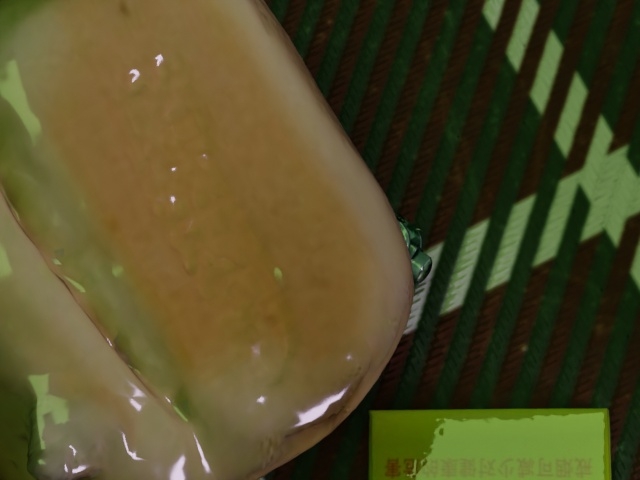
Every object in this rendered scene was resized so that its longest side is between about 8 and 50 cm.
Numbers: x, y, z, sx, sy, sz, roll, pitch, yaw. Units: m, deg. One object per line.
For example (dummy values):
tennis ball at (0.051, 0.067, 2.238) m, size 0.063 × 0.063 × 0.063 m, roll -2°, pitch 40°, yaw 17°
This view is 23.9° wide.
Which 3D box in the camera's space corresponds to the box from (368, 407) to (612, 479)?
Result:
box at (0.127, 0.293, 1.125) m, size 0.187 × 0.047 × 0.335 m, roll -2°, pitch 77°, yaw 11°

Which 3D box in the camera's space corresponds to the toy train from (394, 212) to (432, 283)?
toy train at (0.000, 0.000, 1.205) m, size 0.178 × 0.071 × 0.104 m, roll 31°, pitch 96°, yaw 14°

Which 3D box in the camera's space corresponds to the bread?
bread at (-0.141, -0.014, 1.046) m, size 0.348 × 0.253 × 0.376 m, roll -37°, pitch 101°, yaw -24°
